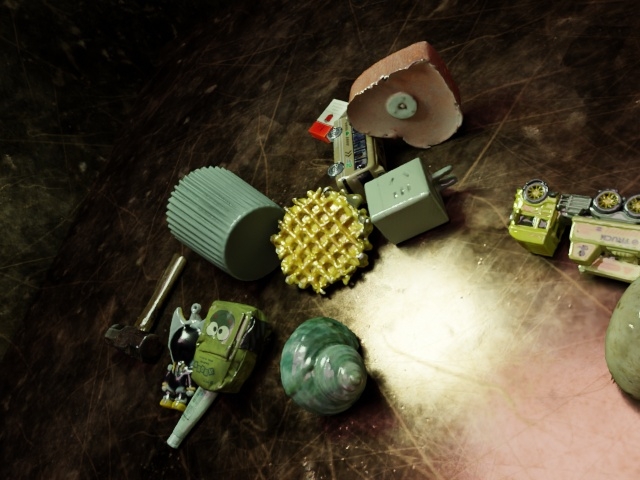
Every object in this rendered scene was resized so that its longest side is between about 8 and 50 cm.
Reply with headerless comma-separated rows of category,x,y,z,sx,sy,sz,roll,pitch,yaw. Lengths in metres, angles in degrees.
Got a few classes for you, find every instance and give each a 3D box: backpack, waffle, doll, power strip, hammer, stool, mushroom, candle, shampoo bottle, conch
backpack,-0.255,0.300,1.308,0.207,0.140,0.253,6,71,41
waffle,0.010,-0.002,1.311,0.330,0.062,0.328,-5,80,26
doll,-0.403,0.348,1.413,0.146,0.103,0.315,-15,59,50
power strip,0.246,-0.110,1.197,0.225,0.139,0.140,-25,46,23
hammer,-0.586,0.226,1.676,0.243,0.095,0.408,1,56,39
stool,-0.280,-0.051,1.481,0.330,0.297,0.297,30,81,42
mushroom,0.566,0.140,0.722,0.195,0.189,0.253,26,82,49
candle,0.236,-0.403,1.268,0.317,0.287,0.131,7,59,0
shampoo bottle,-0.363,0.493,1.318,0.069,0.041,0.190,26,79,40
conch,0.015,0.292,1.081,0.221,0.195,0.277,-28,11,-19

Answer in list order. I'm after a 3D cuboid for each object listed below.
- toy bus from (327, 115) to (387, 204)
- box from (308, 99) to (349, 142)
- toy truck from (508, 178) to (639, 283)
toy bus,0.119,-0.250,1.405,0.158,0.139,0.289,-19,46,22
box,0.041,-0.425,1.659,0.152,0.048,0.100,-50,41,-5
toy truck,0.517,-0.015,0.926,0.272,0.124,0.156,16,81,41
